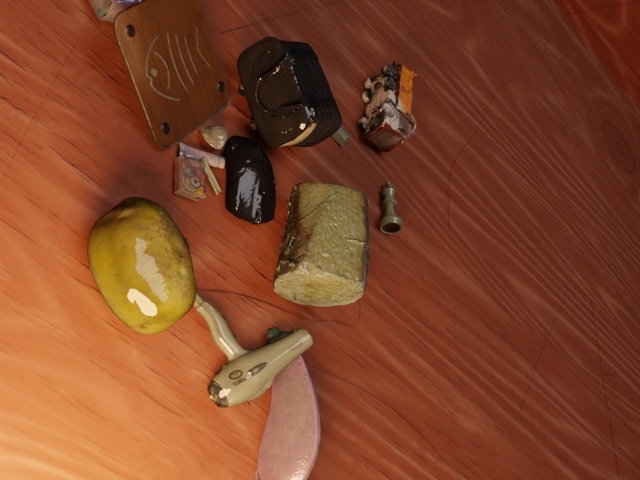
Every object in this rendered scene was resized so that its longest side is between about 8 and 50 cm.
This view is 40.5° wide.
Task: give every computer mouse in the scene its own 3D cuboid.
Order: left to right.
[{"bbox_3d":[-0.150,-0.137,1.886,0.122,0.073,0.217,16,61,-44],"label":"computer mouse"}]

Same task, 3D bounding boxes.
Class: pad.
[{"bbox_3d":[-0.300,-0.365,1.798,0.284,0.018,0.286,-49,129,-49],"label":"pad"}]

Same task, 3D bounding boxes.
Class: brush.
[{"bbox_3d":[-0.233,-0.136,1.829,0.016,0.013,0.083,-39,112,-44],"label":"brush"}]

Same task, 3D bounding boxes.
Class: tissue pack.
[{"bbox_3d":[-0.268,-0.128,1.779,0.063,0.035,0.083,20,55,-41],"label":"tissue pack"}]

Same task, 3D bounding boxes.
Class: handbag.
[{"bbox_3d":[-0.083,-0.333,1.982,0.181,0.181,0.254,-8,77,-57],"label":"handbag"}]

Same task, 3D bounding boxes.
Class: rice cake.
[{"bbox_3d":[0.014,-0.305,2.192,0.171,0.029,0.033,46,36,-24],"label":"rice cake"}]

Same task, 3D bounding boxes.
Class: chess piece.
[{"bbox_3d":[0.179,-0.091,2.254,0.059,0.059,0.149,30,44,-36],"label":"chess piece"}]

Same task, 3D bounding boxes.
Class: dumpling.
[{"bbox_3d":[-0.230,-0.226,1.869,0.059,0.043,0.077,21,57,-14],"label":"dumpling"}]

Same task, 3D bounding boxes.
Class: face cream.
[{"bbox_3d":[-0.252,-0.176,1.833,0.115,0.020,0.038,13,65,-41],"label":"face cream"}]

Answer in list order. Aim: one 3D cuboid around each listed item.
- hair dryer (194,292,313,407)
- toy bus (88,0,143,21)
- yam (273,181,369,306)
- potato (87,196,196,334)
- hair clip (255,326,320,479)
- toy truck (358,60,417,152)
[{"bbox_3d":[-0.135,0.175,1.700,0.229,0.092,0.267,-11,77,-26],"label":"hair dryer"},{"bbox_3d":[-0.446,-0.596,1.762,0.138,0.112,0.317,-25,90,-47],"label":"toy bus"},{"bbox_3d":[0.001,0.003,1.890,0.202,0.201,0.271,18,60,-18],"label":"yam"},{"bbox_3d":[-0.317,0.044,1.546,0.197,0.148,0.228,-42,103,-36],"label":"potato"},{"bbox_3d":[-0.062,0.338,1.718,0.110,0.095,0.358,8,52,-12],"label":"hair clip"},{"bbox_3d":[0.187,-0.365,2.356,0.135,0.114,0.270,33,47,-28],"label":"toy truck"}]
